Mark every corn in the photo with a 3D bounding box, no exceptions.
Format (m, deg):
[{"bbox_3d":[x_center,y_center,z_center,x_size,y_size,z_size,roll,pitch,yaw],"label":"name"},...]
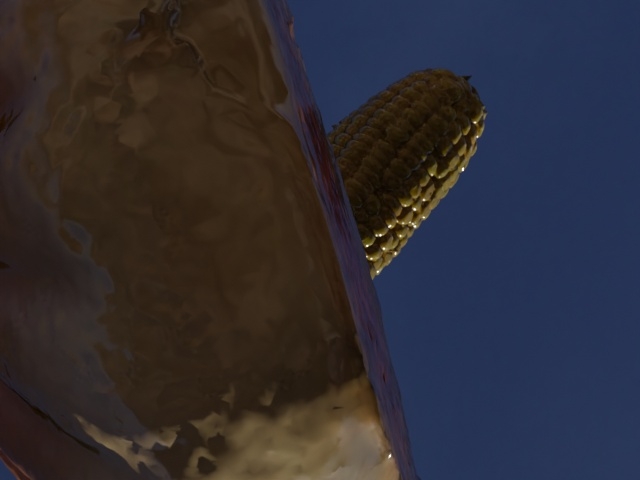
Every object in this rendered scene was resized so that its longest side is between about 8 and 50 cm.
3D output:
[{"bbox_3d":[-0.002,-0.002,1.299,0.102,0.102,0.313,35,-103,12],"label":"corn"}]

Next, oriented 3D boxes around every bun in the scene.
[{"bbox_3d":[-0.069,0.007,0.747,0.164,0.299,0.299,-17,-123,2],"label":"bun"}]
